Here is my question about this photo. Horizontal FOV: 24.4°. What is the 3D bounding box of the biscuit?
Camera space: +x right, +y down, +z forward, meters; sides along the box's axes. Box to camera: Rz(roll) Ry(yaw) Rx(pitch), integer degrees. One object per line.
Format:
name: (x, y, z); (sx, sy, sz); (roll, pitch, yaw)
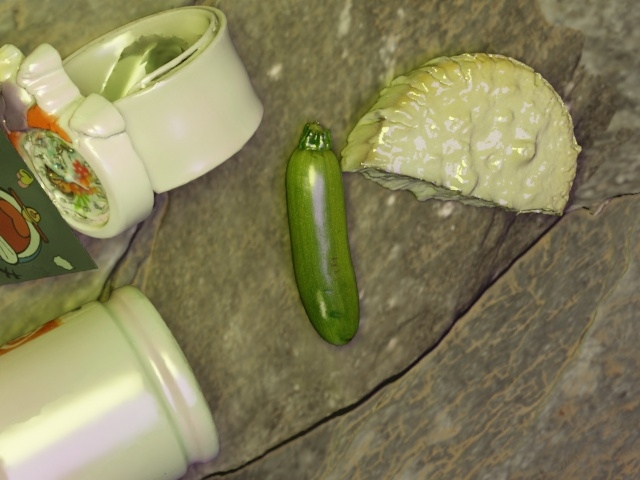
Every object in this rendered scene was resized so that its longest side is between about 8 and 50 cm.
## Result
biscuit: (0.166, -0.119, 1.628); (0.281, 0.084, 0.179); (7, 103, -25)

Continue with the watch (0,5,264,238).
watch: (-0.195, -0.142, 1.406); (0.231, 0.244, 0.196); (-44, 124, -30)

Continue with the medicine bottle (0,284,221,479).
medicine bottle: (-0.279, 0.198, 1.456); (0.316, 0.202, 0.202); (-27, 114, -15)

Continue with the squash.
squash: (0.000, 0.000, 1.599); (0.069, 0.069, 0.258); (-16, 110, -19)

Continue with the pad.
pad: (-0.332, -0.055, 1.395); (0.245, 0.170, 0.006); (59, 42, -27)
